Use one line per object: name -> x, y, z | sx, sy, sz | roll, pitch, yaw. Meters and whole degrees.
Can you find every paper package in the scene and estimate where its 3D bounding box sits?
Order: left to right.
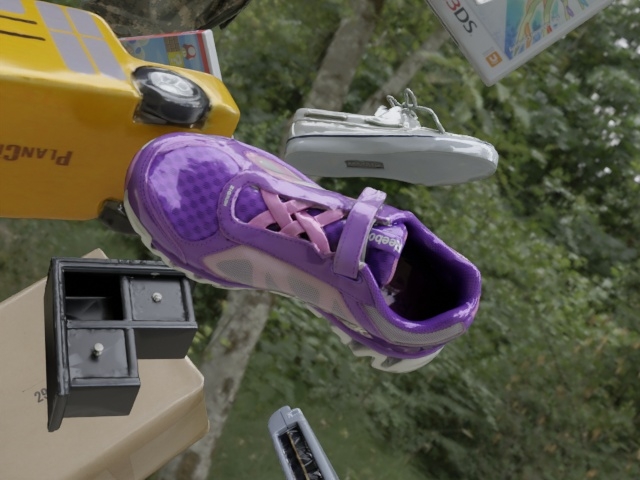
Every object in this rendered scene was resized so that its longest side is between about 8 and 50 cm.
paper package -> -0.368, 0.223, 1.178 | 0.309, 0.325, 0.168 | 46, -26, 25

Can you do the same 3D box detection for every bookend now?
bookend -> -0.190, 0.101, 0.823 | 0.156, 0.072, 0.157 | 4, 50, -24

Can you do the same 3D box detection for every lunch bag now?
lunch bag -> -0.220, -0.454, 1.337 | 0.169, 0.287, 0.235 | 54, 27, -55

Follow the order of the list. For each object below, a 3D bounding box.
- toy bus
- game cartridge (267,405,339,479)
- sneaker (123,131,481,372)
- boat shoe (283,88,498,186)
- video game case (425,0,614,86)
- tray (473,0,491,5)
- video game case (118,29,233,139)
toy bus -> -0.222, -0.086, 0.501 | 0.333, 0.108, 0.130 | 1, 39, -39
game cartridge -> 0.020, 0.330, 0.964 | 0.196, 0.060, 0.294 | 59, -5, -16
sneaker -> 0.000, 0.000, 0.492 | 0.236, 0.095, 0.104 | 28, -18, -14
boat shoe -> 0.126, -0.191, 1.445 | 0.367, 0.156, 0.136 | 3, -22, 11
video game case -> 0.304, -0.446, 1.246 | 0.300, 0.329, 0.036 | 56, 5, 7
tray -> 0.262, -0.399, 0.983 | 0.145, 0.270, 0.030 | 65, -16, -20
video game case -> -0.272, -0.196, 1.222 | 0.285, 0.204, 0.025 | -1, 25, 19
